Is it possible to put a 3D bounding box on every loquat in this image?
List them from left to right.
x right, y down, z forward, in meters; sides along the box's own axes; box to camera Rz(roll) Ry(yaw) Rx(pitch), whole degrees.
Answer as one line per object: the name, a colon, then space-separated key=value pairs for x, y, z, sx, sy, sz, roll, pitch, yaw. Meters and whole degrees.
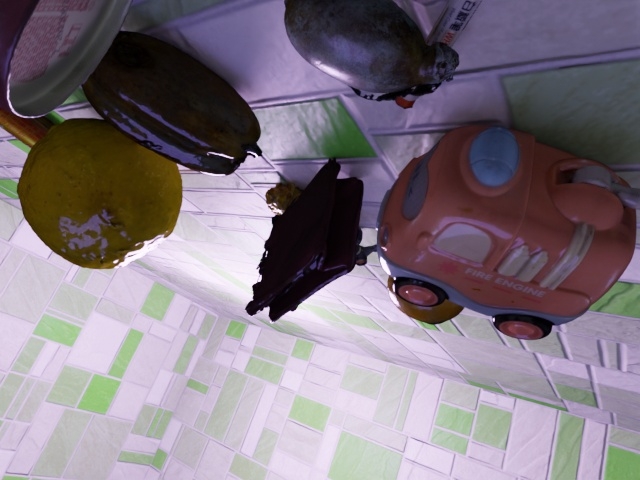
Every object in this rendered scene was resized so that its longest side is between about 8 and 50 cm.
loquat: x=0.200 y=0.083 z=0.835 sx=0.163 sy=0.137 sz=0.163 roll=31 pitch=177 yaw=2

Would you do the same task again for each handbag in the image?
handbag: x=-0.023 y=0.005 z=0.689 sx=0.074 sy=0.203 sz=0.216 roll=30 pitch=132 yaw=-20

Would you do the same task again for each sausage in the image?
sausage: x=-0.563 y=-0.199 z=0.976 sx=0.082 sy=0.082 sz=0.371 roll=11 pitch=159 yaw=26

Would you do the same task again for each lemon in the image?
lemon: x=-0.389 y=-0.087 z=0.811 sx=0.268 sy=0.268 sz=0.322 roll=40 pitch=175 yaw=-42

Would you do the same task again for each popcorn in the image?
popcorn: x=-0.062 y=-0.072 z=0.814 sx=0.083 sy=0.057 sz=0.082 roll=31 pitch=165 yaw=-35

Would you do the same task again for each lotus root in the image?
lotus root: x=-0.187 y=-0.173 z=0.584 sx=0.241 sy=0.123 sz=0.124 roll=32 pitch=130 yaw=-22
lotus root: x=0.038 y=-0.173 z=0.396 sx=0.165 sy=0.088 sz=0.088 roll=28 pitch=160 yaw=0

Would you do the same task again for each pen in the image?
pen: x=0.111 y=-0.184 z=0.388 sx=0.026 sy=0.026 sz=0.218 roll=23 pitch=160 yaw=-4

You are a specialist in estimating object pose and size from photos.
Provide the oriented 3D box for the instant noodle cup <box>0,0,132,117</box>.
instant noodle cup: x=-0.265 y=-0.221 z=0.344 sx=0.178 sy=0.235 sz=0.235 roll=34 pitch=158 yaw=-16

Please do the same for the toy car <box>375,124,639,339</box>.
toy car: x=0.206 y=-0.024 z=0.509 sx=0.270 sy=0.181 sz=0.212 roll=19 pitch=150 yaw=6

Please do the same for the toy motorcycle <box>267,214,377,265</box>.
toy motorcycle: x=0.000 y=0.000 z=0.901 sx=0.263 sy=0.091 sz=0.157 roll=3 pitch=161 yaw=47
